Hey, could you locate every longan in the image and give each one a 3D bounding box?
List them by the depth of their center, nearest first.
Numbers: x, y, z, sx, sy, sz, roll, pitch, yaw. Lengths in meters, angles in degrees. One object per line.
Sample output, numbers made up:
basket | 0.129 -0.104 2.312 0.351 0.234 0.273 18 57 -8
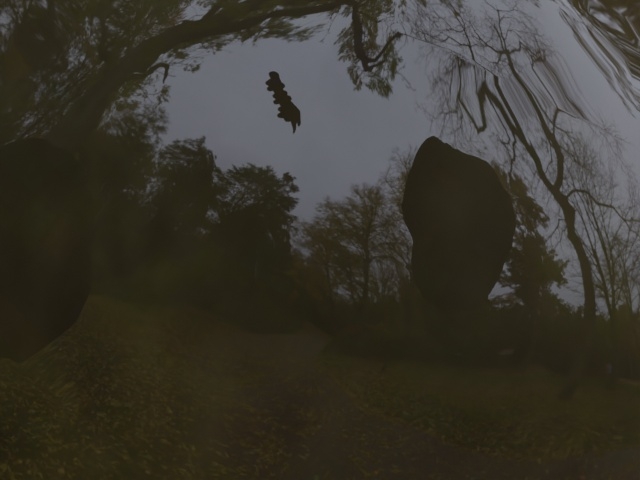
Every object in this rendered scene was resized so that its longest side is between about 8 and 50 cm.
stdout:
longan | 0.000 0.000 0.621 0.361 0.361 0.361 17 16 -5
